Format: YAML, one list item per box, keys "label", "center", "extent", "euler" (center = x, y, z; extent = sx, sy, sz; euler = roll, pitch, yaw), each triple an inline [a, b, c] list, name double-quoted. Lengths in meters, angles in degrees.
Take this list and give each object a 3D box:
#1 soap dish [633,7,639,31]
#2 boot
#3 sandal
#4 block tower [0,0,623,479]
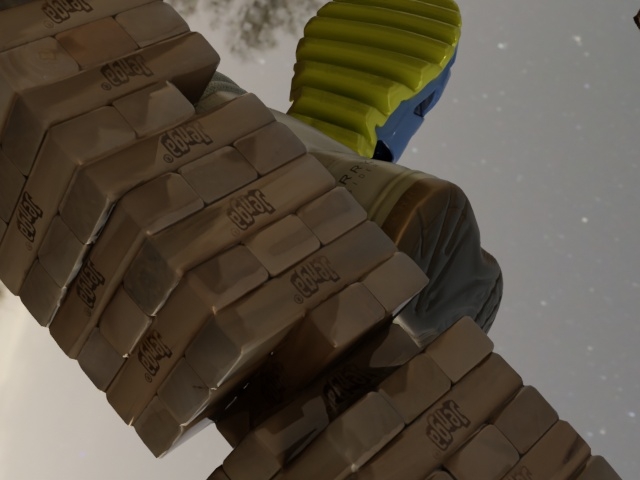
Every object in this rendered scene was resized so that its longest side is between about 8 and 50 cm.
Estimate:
- label: "soap dish"
  center: [0.457, -0.172, 1.292]
  extent: [0.118, 0.229, 0.291]
  euler: [-28, -159, 22]
- label: "boot"
  center: [0.000, 0.000, 0.572]
  extent: [0.077, 0.165, 0.213]
  euler: [-55, 155, -14]
- label: "sandal"
  center: [0.023, -0.087, 0.957]
  extent: [0.317, 0.126, 0.138]
  euler: [-59, 162, -26]
- label: "block tower"
  center: [-0.003, 0.054, 0.424]
  extent: [0.097, 0.335, 0.091]
  euler: [-32, 166, -42]
